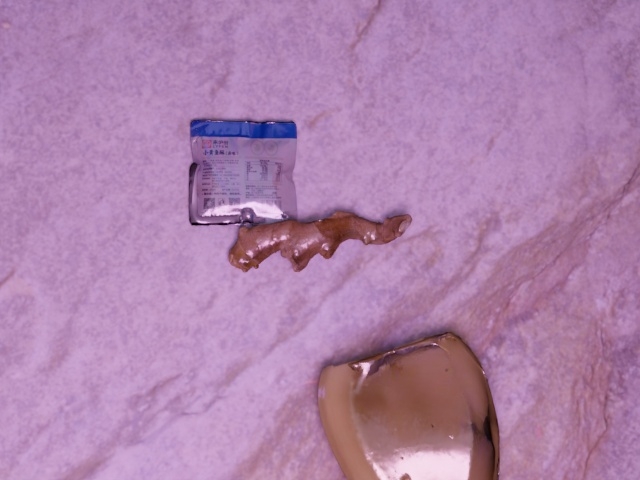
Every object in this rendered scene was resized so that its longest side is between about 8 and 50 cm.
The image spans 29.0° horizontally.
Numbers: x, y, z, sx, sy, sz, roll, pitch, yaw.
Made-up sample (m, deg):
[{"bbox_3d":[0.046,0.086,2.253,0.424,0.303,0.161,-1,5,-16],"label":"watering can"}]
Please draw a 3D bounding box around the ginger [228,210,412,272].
[{"bbox_3d":[0.000,0.000,1.909,0.288,0.075,0.089,-7,75,-5],"label":"ginger"}]

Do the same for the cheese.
[{"bbox_3d":[0.152,0.305,1.837,0.259,0.128,0.316,-21,75,-3],"label":"cheese"}]

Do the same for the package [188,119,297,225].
[{"bbox_3d":[-0.120,-0.106,1.940,0.171,0.027,0.173,1,77,-4],"label":"package"}]
